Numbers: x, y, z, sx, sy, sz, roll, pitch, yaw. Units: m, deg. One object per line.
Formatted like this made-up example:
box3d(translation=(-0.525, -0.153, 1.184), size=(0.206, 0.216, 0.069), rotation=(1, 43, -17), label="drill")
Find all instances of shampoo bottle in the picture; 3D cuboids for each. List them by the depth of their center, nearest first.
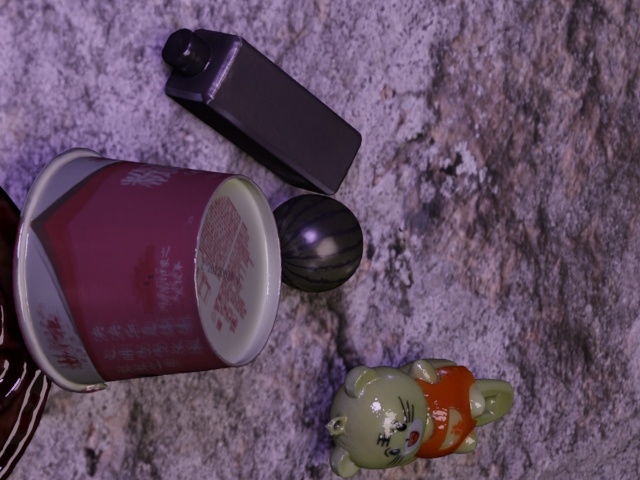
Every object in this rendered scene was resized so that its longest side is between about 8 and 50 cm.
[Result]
box3d(translation=(-0.065, -0.136, 1.948), size=(0.246, 0.080, 0.079), rotation=(36, 76, -41), label="shampoo bottle")

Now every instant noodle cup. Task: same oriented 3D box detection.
box3d(translation=(-0.152, 0.028, 1.800), size=(0.235, 0.178, 0.235), rotation=(0, 90, -66), label="instant noodle cup")

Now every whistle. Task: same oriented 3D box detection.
box3d(translation=(0.115, 0.195, 2.177), size=(0.288, 0.106, 0.131), rotation=(-3, 110, -40), label="whistle")

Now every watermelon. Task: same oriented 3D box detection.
box3d(translation=(0.000, 0.000, 2.028), size=(0.133, 0.105, 0.105), rotation=(-20, 115, -48), label="watermelon")

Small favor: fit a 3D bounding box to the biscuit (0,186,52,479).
box3d(translation=(-0.407, 0.104, 1.715), size=(0.407, 0.091, 0.408), rotation=(-12, 109, -37), label="biscuit")
